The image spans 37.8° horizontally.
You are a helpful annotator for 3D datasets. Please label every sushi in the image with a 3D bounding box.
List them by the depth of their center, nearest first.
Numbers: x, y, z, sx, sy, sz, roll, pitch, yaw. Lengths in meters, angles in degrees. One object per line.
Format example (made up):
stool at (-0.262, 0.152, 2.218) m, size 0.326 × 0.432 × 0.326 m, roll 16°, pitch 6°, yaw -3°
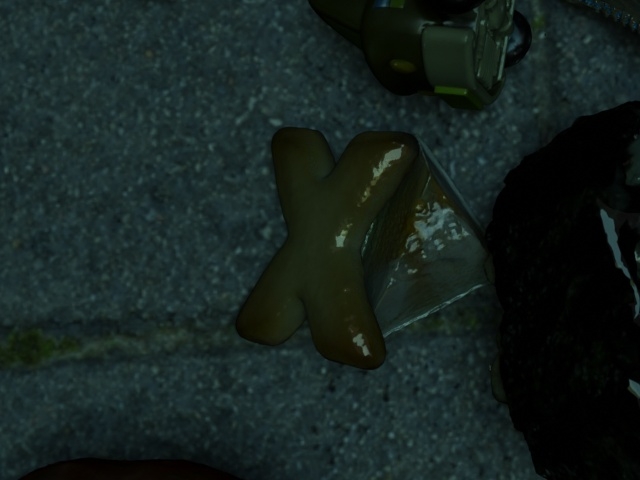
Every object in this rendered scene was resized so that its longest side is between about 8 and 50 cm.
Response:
sushi at (0.256, 0.056, 0.790) m, size 0.211 × 0.171 × 0.350 m, roll 9°, pitch 74°, yaw -34°

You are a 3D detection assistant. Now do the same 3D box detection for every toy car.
toy car at (0.083, -0.252, 0.831) m, size 0.198 × 0.204 × 0.248 m, roll 10°, pitch 89°, yaw 23°

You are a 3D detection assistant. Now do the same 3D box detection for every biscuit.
biscuit at (0.001, 0.000, 0.836) m, size 0.164 × 0.047 × 0.208 m, roll 7°, pitch 85°, yaw 39°

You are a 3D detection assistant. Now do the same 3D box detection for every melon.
melon at (0.103, 0.013, 0.853) m, size 0.139 × 0.093 × 0.202 m, roll 18°, pitch 93°, yaw -7°

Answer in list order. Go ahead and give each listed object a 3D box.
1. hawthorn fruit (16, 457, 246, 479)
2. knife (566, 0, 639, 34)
hawthorn fruit at (-0.150, 0.359, 0.691) m, size 0.403 × 0.403 × 0.403 m, roll 0°, pitch 88°, yaw 0°
knife at (0.343, -0.159, 0.831) m, size 0.089 × 0.043 × 0.365 m, roll -46°, pitch 65°, yaw 18°
